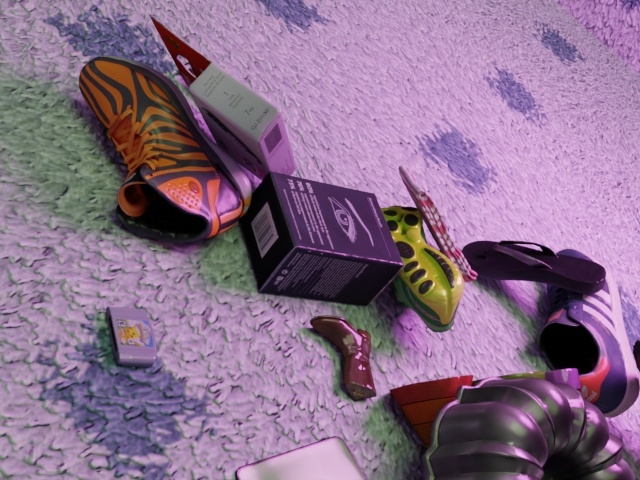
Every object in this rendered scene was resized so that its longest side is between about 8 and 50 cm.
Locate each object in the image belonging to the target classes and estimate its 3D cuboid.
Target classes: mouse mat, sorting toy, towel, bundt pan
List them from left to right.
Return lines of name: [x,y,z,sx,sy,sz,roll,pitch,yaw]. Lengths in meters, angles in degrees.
mouse mat: [-0.003,0.324,1.174,0.189,0.007,0.153,-7,56,-44]
towel: [0.194,-0.030,1.600,0.197,0.029,0.144,59,3,-23]
sorting toy: [0.264,0.263,1.416,0.365,0.127,0.126,3,72,-37]
bundt pan: [0.296,0.327,1.246,0.330,0.124,0.331,17,61,-33]

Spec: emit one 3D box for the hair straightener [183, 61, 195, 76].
hair straightener: [-0.145,-0.228,1.621,0.230,0.047,0.089,39,35,7]

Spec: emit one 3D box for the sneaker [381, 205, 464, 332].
sneaker: [0.137,0.041,1.531,0.109,0.123,0.295,-11,35,-11]

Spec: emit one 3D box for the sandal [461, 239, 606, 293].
sandal: [0.375,0.031,1.686,0.254,0.054,0.097,9,35,16]

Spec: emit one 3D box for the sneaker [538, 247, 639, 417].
sneaker: [0.439,0.136,1.663,0.148,0.131,0.350,20,39,-25]

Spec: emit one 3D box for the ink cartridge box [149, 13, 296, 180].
ink cartridge box: [-0.152,-0.195,1.418,0.239,0.060,0.275,36,-8,10]

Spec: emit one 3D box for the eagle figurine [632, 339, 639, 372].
eagle figurine: [0.596,0.284,1.512,0.298,0.225,0.226,11,17,-40]

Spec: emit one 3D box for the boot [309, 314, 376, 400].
boot: [0.032,0.168,1.353,0.106,0.037,0.114,20,44,-21]

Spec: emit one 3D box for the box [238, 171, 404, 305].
box: [0.000,0.000,1.438,0.207,0.108,0.153,11,44,-34]

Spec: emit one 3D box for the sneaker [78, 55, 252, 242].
sneaker: [-0.249,-0.127,1.342,0.321,0.124,0.180,42,35,4]

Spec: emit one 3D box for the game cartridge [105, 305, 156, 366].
game cartridge: [-0.233,0.118,1.184,0.056,0.017,0.083,11,44,-39]
